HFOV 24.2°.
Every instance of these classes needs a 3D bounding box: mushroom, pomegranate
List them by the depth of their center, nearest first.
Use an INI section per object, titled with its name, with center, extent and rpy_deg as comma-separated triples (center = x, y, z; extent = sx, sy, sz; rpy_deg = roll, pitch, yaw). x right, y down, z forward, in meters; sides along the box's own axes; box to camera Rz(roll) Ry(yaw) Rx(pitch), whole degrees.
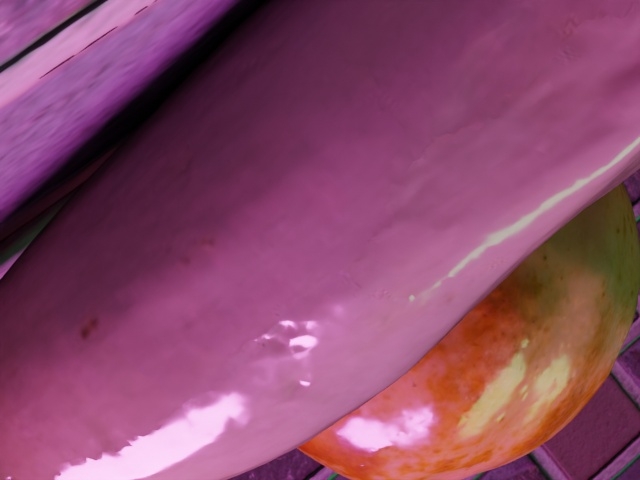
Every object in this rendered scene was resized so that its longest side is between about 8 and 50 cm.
[mushroom]
center = 0.007, -0.016, 0.520
extent = 0.407, 0.137, 0.154
rpy_deg = -36, -169, 23
[pomegranate]
center = 0.042, 0.009, 0.681
extent = 0.207, 0.207, 0.207
rpy_deg = -38, 179, -1
